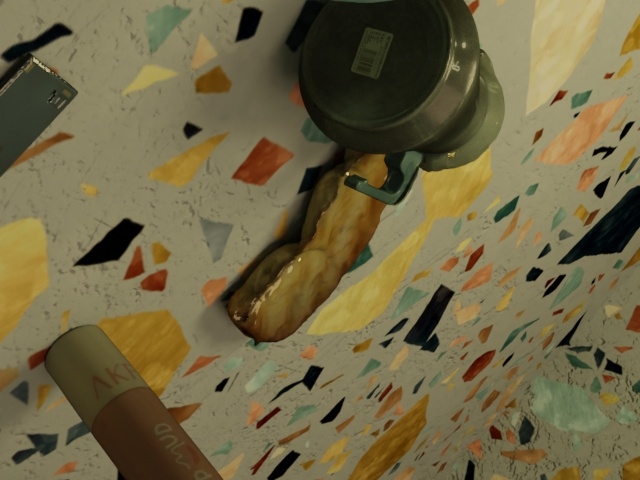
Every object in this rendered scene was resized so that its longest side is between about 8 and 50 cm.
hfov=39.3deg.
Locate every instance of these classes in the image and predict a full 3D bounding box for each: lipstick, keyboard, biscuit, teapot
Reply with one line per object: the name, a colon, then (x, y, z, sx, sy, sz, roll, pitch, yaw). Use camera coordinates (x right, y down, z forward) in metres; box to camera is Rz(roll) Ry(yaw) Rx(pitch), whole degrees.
lipstick: (-0.169, 0.187, 0.851, 0.070, 0.254, 0.070, -33, 148, -24)
keyboard: (-0.260, -0.062, 0.674, 0.176, 0.014, 0.055, -47, 150, 1)
biscuit: (0.003, 0.000, 1.065, 0.299, 0.045, 0.154, -54, 150, 10)
teapot: (0.086, -0.138, 0.883, 0.203, 0.171, 0.225, -64, 155, 5)

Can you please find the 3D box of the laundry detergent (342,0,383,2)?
laundry detergent: (-0.026, -0.297, 0.414, 0.287, 0.287, 0.305, -55, 151, 14)
